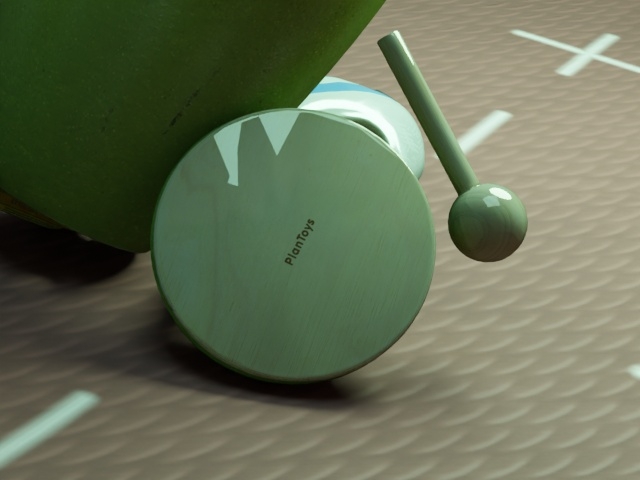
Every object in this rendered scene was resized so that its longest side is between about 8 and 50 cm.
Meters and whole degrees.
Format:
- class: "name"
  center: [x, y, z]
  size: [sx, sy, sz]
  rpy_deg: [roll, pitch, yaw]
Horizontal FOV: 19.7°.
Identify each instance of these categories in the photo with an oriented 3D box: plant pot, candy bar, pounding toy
- class: "plant pot"
  center: [-0.111, -0.150, 1.270]
  size: [0.275, 0.293, 0.275]
  rpy_deg: [29, 6, -3]
- class: "candy bar"
  center: [-0.229, -0.035, 1.278]
  size: [0.040, 0.018, 0.161]
  rpy_deg: [32, 2, 36]
- class: "pounding toy"
  center: [0.000, 0.000, 1.231]
  size: [0.237, 0.110, 0.183]
  rpy_deg: [-33, 80, -14]

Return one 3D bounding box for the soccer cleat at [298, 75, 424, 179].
- class: "soccer cleat"
  center: [-0.080, -0.090, 1.410]
  size: [0.331, 0.116, 0.143]
  rpy_deg: [9, 23, -3]
